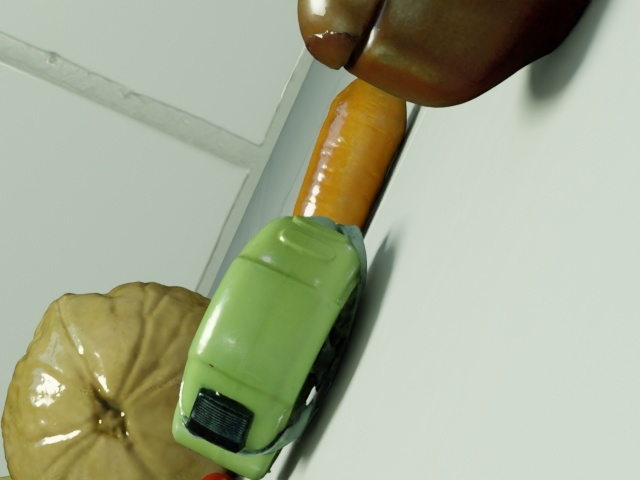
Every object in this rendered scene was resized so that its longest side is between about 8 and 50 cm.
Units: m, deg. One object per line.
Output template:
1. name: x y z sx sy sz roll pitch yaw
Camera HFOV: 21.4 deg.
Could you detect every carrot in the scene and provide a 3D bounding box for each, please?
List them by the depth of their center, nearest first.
1. carrot: 0.000 0.000 1.238 0.066 0.062 0.271 27 98 52

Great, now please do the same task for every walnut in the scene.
1. walnut: -0.153 0.139 1.384 0.228 0.228 0.228 -156 90 -85

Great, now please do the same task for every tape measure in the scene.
1. tape measure: -0.029 0.061 1.049 0.154 0.087 0.177 55 -121 -82

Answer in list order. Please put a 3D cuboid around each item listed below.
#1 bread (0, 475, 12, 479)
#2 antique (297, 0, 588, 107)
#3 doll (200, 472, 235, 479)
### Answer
1. bread: -0.329 0.389 1.779 0.324 0.167 0.277 7 -71 -52
2. antique: 0.084 -0.190 0.795 0.223 0.129 0.278 131 162 -75
3. doll: -0.100 0.232 1.050 0.384 0.099 0.188 100 -168 -84
